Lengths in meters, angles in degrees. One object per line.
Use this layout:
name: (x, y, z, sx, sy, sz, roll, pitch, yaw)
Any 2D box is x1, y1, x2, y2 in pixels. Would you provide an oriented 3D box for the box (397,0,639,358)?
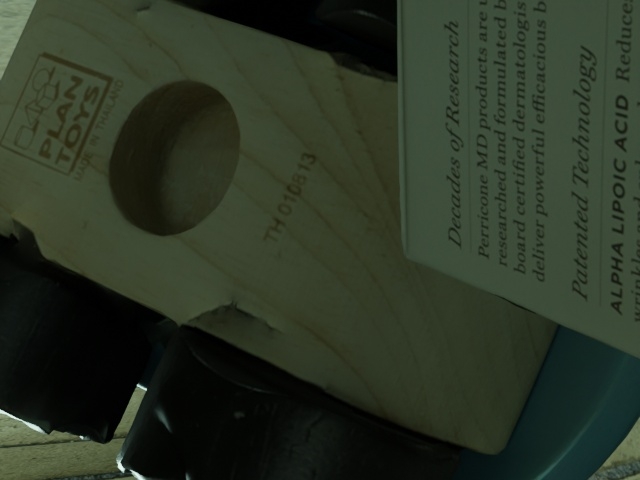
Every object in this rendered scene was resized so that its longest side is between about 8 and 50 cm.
box: (0.124, -0.082, 0.433, 0.181, 0.182, 0.119, -17, -154, -33)

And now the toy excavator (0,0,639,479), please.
toy excavator: (0.000, 0.000, 0.752, 0.433, 0.222, 0.445, 22, 177, 36)
